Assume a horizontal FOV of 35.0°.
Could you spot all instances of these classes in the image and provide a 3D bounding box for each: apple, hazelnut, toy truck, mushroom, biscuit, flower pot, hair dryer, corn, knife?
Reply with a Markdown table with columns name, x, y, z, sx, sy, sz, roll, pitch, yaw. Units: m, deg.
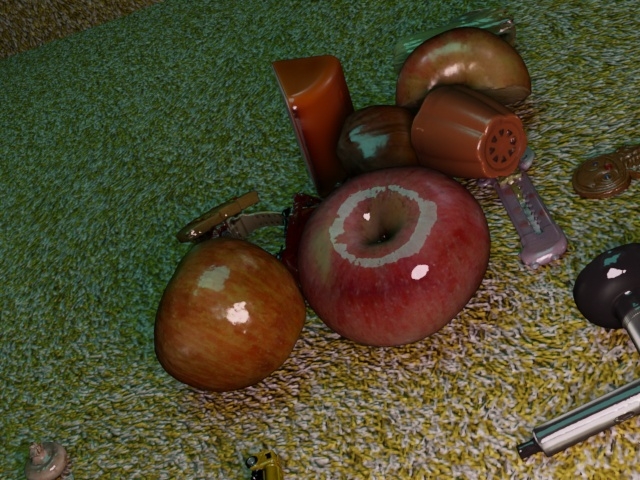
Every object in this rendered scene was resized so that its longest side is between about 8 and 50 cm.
| name | x | y | z | sx | sy | sz | roll | pitch | yaw |
| --- | --- | --- | --- | --- | --- | --- | --- | --- | --- |
| apple | 0.300 | -0.369 | 2.187 | 0.292 | 0.163 | 0.251 | -6 | -2 | 15 |
| hazelnut | 0.131 | -0.177 | 2.117 | 0.210 | 0.186 | 0.210 | -4 | 66 | 8 |
| toy truck | -0.087 | 0.377 | 1.626 | 0.054 | 0.049 | 0.083 | -21 | 34 | 8 |
| apple | -0.157 | 0.141 | 1.823 | 0.250 | 0.309 | 0.278 | 20 | 82 | 2 |
| mushroom | -0.513 | 0.403 | 1.872 | 0.085 | 0.079 | 0.085 | -15 | 39 | 13 |
| apple | 0.133 | 0.036 | 1.768 | 0.344 | 0.269 | 0.345 | -12 | 55 | 17 |
| biscuit | 0.553 | -0.136 | 1.901 | 0.175 | 0.026 | 0.124 | -26 | 33 | 2 |
| flower pot | 0.299 | -0.200 | 1.988 | 0.190 | 0.191 | 0.173 | -38 | 33 | -16 |
| hair dryer | 0.405 | 0.175 | 1.463 | 0.284 | 0.156 | 0.320 | -10 | 43 | 7 |
| corn | 0.324 | -0.471 | 2.448 | 0.305 | 0.122 | 0.123 | -17 | 14 | 14 |
| biscuit | -0.248 | -0.047 | 2.268 | 0.212 | 0.041 | 0.238 | -24 | 7 | 24 |
| knife | 0.385 | -0.074 | 1.926 | 0.132 | 0.038 | 0.399 | -26 | 32 | 10 |

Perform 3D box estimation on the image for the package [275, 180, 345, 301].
| name | x | y | z | sx | sy | sz | roll | pitch | yaw |
| --- | --- | --- | --- | --- | --- | --- | --- | --- | --- |
| package | 0.000 | 0.000 | 2.028 | 0.194 | 0.071 | 0.269 | -18 | 47 | 22 |

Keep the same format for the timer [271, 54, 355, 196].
| name | x | y | z | sx | sy | sz | roll | pitch | yaw |
| --- | --- | --- | --- | --- | --- | --- | --- | --- | --- |
| timer | -0.013 | -0.261 | 2.286 | 0.161 | 0.257 | 0.250 | -11 | 33 | 12 |

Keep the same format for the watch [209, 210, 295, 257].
| name | x | y | z | sx | sy | sz | roll | pitch | yaw |
| --- | --- | --- | --- | --- | --- | --- | --- | --- | --- |
| watch | -0.105 | 0.009 | 2.135 | 0.268 | 0.102 | 0.165 | 1 | 48 | 23 |
